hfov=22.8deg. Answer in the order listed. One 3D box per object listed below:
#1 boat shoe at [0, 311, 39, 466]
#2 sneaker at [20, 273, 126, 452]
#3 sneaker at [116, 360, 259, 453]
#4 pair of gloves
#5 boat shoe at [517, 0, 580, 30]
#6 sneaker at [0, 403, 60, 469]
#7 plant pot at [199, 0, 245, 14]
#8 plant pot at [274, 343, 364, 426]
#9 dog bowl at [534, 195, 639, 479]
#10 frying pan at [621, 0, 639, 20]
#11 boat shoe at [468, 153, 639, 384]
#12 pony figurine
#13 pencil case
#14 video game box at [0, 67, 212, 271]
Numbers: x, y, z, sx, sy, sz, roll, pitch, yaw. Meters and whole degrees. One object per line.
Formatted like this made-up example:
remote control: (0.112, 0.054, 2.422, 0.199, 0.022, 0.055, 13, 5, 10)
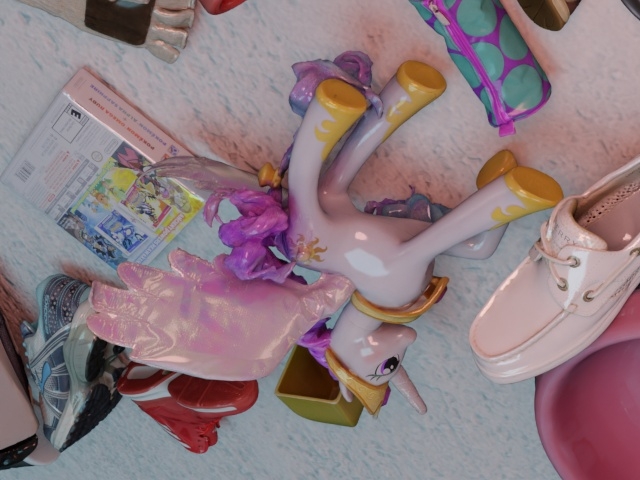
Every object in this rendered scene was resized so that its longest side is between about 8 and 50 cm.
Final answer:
boat shoe: (-0.452, 0.111, 1.964, 0.158, 0.127, 0.340, -161, 50, -78)
sneaker: (-0.304, 0.142, 1.930, 0.122, 0.110, 0.283, 36, 137, 16)
sneaker: (-0.129, 0.193, 1.877, 0.221, 0.087, 0.128, 5, 144, 47)
pair of gloves: (-0.189, -0.259, 1.405, 0.204, 0.042, 0.240, 18, 144, -12)
boat shoe: (0.161, -0.234, 1.231, 0.056, 0.049, 0.152, 19, 148, 46)
sneaker: (-0.493, 0.215, 2.112, 0.296, 0.104, 0.147, 44, 136, -21)
plant pot: (-0.051, -0.337, 1.115, 0.243, 0.275, 0.275, 49, 140, -2)
plant pot: (0.012, 0.160, 1.735, 0.081, 0.081, 0.083, 5, 146, 30)
dog bowl: (0.374, 0.148, 1.413, 0.408, 0.150, 0.408, 19, 140, 17)
frying pan: (0.297, -0.167, 1.214, 0.197, 0.053, 0.326, 15, 135, 22)
boat shoe: (0.218, 0.004, 1.303, 0.096, 0.277, 0.098, 37, -167, -46)
pony figurine: (0.000, 0.000, 1.445, 0.351, 0.303, 0.363, 24, 131, -7)
pencil case: (0.130, -0.164, 1.309, 0.064, 0.070, 0.152, -16, 122, 39)
video game box: (-0.224, -0.064, 1.678, 0.187, 0.048, 0.205, 41, 141, -7)
